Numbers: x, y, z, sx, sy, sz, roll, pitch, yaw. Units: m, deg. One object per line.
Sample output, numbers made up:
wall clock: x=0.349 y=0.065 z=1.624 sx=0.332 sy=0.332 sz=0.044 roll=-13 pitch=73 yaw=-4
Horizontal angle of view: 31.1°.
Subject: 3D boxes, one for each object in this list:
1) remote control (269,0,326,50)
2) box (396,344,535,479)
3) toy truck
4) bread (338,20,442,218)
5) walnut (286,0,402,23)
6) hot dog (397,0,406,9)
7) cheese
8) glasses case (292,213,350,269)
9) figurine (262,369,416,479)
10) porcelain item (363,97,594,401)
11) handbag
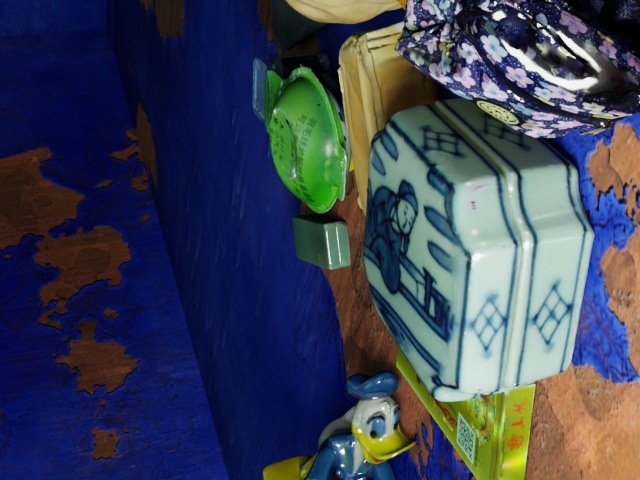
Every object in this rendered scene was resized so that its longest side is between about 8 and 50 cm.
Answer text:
remote control: x=-0.008 y=-0.379 z=1.760 sx=0.377 sy=0.044 sz=0.107 roll=171 pitch=95 yaw=-72
box: x=0.175 y=0.169 z=1.447 sx=0.311 sy=0.043 sz=0.173 roll=-126 pitch=32 yaw=-57
toy truck: x=-0.011 y=-0.195 z=1.767 sx=0.227 sy=0.098 sz=0.114 roll=-119 pitch=26 yaw=-47
bread: x=0.094 y=-0.145 z=1.445 sx=0.136 sy=0.107 sz=0.241 roll=165 pitch=97 yaw=-75
walnut: x=0.032 y=-0.379 z=1.258 sx=0.296 sy=0.285 sz=0.285 roll=57 pitch=151 yaw=38
hot dog: x=0.141 y=-0.221 z=1.132 sx=0.250 sy=0.076 sz=0.104 roll=49 pitch=-179 yaw=-16
cheese: x=-0.033 y=-0.160 z=1.614 sx=0.320 sy=0.083 sz=0.204 roll=-128 pitch=34 yaw=-51
glasses case: x=0.000 y=0.000 z=1.928 sx=0.184 sy=0.039 sz=0.078 roll=-165 pitch=67 yaw=-71
figurine: x=0.035 y=0.332 z=1.747 sx=0.283 sy=0.204 sz=0.338 roll=-79 pitch=6 yaw=-57
porcelain item: x=0.155 y=0.009 z=1.249 sx=0.281 sy=0.157 sz=0.286 roll=-124 pitch=29 yaw=-51
handbag: x=0.191 y=-0.163 z=0.973 sx=0.127 sy=0.228 sz=0.208 roll=-63 pitch=15 yaw=-5
